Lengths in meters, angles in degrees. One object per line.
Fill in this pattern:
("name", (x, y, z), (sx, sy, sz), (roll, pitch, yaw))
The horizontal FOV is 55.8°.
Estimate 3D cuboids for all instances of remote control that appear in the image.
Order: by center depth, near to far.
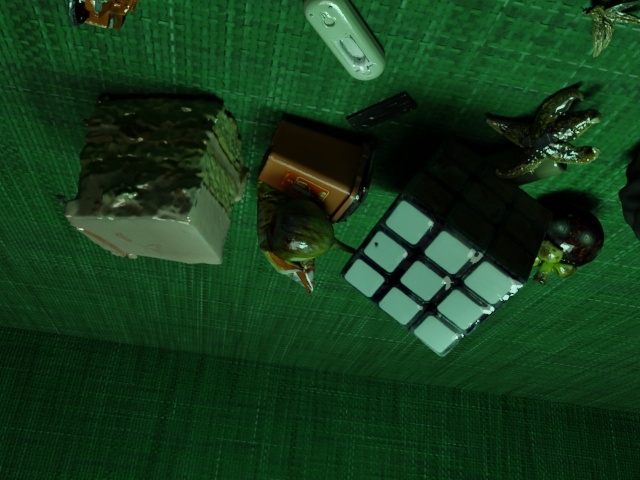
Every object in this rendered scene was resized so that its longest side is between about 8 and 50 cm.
("remote control", (0.046, -0.368, 1.096), (0.078, 0.042, 0.221), (-11, 149, 31))

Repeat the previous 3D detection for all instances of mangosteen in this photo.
("mangosteen", (0.607, 0.013, 1.534), (0.192, 0.217, 0.192), (22, 176, 2))

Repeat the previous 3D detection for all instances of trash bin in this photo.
("trash bin", (-0.006, -0.172, 1.369), (0.238, 0.185, 0.161), (24, 149, -10))

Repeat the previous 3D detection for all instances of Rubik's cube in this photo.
("Rubik's cube", (0.276, 0.009, 1.336), (0.303, 0.305, 0.301), (39, 134, 6))

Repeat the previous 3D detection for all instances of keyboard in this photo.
("keyboard", (0.129, -0.274, 1.297), (0.155, 0.010, 0.053), (-16, 145, 35))

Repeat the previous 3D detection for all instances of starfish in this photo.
("starfish", (0.475, -0.373, 1.003), (0.130, 0.041, 0.133), (11, 147, -29))
("starfish", (0.454, -0.211, 1.244), (0.071, 0.216, 0.238), (-24, 156, -52))

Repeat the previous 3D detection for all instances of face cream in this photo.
("face cream", (0.389, -0.153, 1.407), (0.341, 0.084, 0.137), (-14, 136, 39))

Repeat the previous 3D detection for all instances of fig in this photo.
("fig", (0.000, 0.000, 1.358), (0.245, 0.149, 0.149), (20, 149, -27))

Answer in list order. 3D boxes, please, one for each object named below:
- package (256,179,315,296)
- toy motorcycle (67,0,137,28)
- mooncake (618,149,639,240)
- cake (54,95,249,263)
("package", (-0.093, -0.018, 1.530), (0.108, 0.288, 0.223), (-24, 141, 15))
("toy motorcycle", (-0.296, -0.412, 0.856), (0.147, 0.222, 0.326), (14, -163, -10))
("mooncake", (0.756, -0.097, 1.233), (0.141, 0.283, 0.283), (12, 153, -26))
("cake", (-0.346, -0.126, 1.353), (0.314, 0.307, 0.293), (0, 154, 12))
